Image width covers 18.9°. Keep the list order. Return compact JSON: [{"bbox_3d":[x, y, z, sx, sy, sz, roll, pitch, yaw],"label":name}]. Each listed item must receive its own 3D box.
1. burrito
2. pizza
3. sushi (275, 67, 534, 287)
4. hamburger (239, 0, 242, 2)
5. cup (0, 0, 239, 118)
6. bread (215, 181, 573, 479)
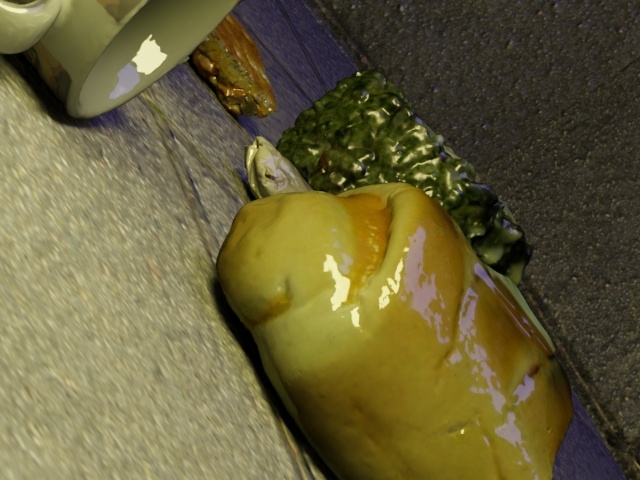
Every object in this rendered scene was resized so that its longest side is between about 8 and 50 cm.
[{"bbox_3d":[0.000,0.000,2.113,0.275,0.059,0.082,50,16,-30],"label":"burrito"},{"bbox_3d":[-0.121,-0.223,2.333,0.197,0.058,0.292,57,10,9],"label":"pizza"},{"bbox_3d":[0.112,-0.035,2.310,0.294,0.178,0.352,46,0,27],"label":"sushi"},{"bbox_3d":[-0.163,-0.320,2.016,0.155,0.245,0.282,45,39,-27],"label":"hamburger"},{"bbox_3d":[-0.219,-0.246,1.512,0.257,0.227,0.301,43,36,7],"label":"cup"},{"bbox_3d":[0.068,0.083,1.643,0.341,0.210,0.300,53,6,-6],"label":"bread"}]
